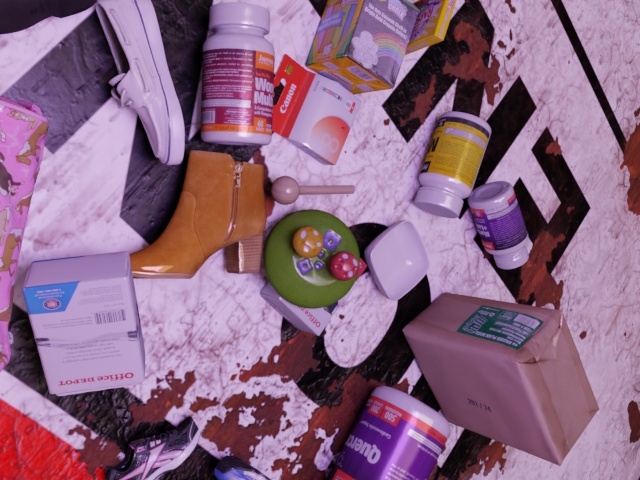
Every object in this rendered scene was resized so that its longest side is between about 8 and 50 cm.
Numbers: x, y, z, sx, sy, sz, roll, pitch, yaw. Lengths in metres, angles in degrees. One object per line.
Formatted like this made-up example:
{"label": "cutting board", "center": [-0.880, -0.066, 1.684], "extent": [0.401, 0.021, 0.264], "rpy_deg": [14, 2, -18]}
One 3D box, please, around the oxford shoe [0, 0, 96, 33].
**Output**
{"label": "oxford shoe", "center": [-0.429, -0.347, 0.919], "extent": [0.212, 0.076, 0.076], "rpy_deg": [-26, 80, -29]}

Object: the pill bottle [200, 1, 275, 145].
{"label": "pill bottle", "center": [-0.138, -0.273, 1.095], "extent": [0.121, 0.121, 0.221], "rpy_deg": [-1, 97, -36]}

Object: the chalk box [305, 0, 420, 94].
{"label": "chalk box", "center": [0.086, -0.405, 1.238], "extent": [0.132, 0.132, 0.213], "rpy_deg": [24, 80, -34]}

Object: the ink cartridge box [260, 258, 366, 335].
{"label": "ink cartridge box", "center": [-0.011, 0.076, 1.258], "extent": [0.127, 0.072, 0.175], "rpy_deg": [46, 69, -31]}

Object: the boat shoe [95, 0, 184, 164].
{"label": "boat shoe", "center": [-0.281, -0.244, 1.012], "extent": [0.088, 0.096, 0.267], "rpy_deg": [-17, 104, -29]}

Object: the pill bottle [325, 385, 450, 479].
{"label": "pill bottle", "center": [0.121, 0.475, 1.334], "extent": [0.181, 0.181, 0.323], "rpy_deg": [41, 71, -32]}

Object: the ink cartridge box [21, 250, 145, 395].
{"label": "ink cartridge box", "center": [-0.339, 0.122, 0.960], "extent": [0.140, 0.082, 0.190], "rpy_deg": [-6, 121, -11]}

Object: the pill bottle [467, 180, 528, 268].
{"label": "pill bottle", "center": [0.426, -0.033, 1.542], "extent": [0.108, 0.108, 0.193], "rpy_deg": [-38, 115, -27]}

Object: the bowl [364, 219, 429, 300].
{"label": "bowl", "center": [0.156, 0.039, 1.388], "extent": [0.142, 0.053, 0.142], "rpy_deg": [-39, 116, -25]}

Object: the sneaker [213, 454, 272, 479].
{"label": "sneaker", "center": [-0.120, 0.542, 1.201], "extent": [0.147, 0.130, 0.330], "rpy_deg": [-35, 115, -31]}

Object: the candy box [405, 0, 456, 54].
{"label": "candy box", "center": [0.183, -0.412, 1.259], "extent": [0.027, 0.206, 0.105], "rpy_deg": [19, 83, -26]}

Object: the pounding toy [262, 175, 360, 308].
{"label": "pounding toy", "center": [0.000, 0.000, 1.155], "extent": [0.183, 0.110, 0.236], "rpy_deg": [3, 82, -19]}

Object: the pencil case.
{"label": "pencil case", "center": [-0.471, -0.010, 0.862], "extent": [0.160, 0.167, 0.386], "rpy_deg": [10, 90, -2]}

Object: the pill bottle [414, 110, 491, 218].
{"label": "pill bottle", "center": [0.283, -0.161, 1.416], "extent": [0.119, 0.119, 0.208], "rpy_deg": [26, 80, -35]}

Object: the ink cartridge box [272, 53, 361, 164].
{"label": "ink cartridge box", "center": [-0.016, -0.247, 1.235], "extent": [0.179, 0.045, 0.145], "rpy_deg": [30, 77, -37]}

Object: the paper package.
{"label": "paper package", "center": [0.384, 0.285, 1.417], "extent": [0.168, 0.325, 0.309], "rpy_deg": [-41, 116, -26]}

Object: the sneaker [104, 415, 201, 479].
{"label": "sneaker", "center": [-0.282, 0.357, 1.100], "extent": [0.178, 0.072, 0.077], "rpy_deg": [-43, 108, -31]}

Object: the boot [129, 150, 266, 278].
{"label": "boot", "center": [-0.220, -0.044, 1.087], "extent": [0.295, 0.104, 0.211], "rpy_deg": [-3, 91, -39]}
